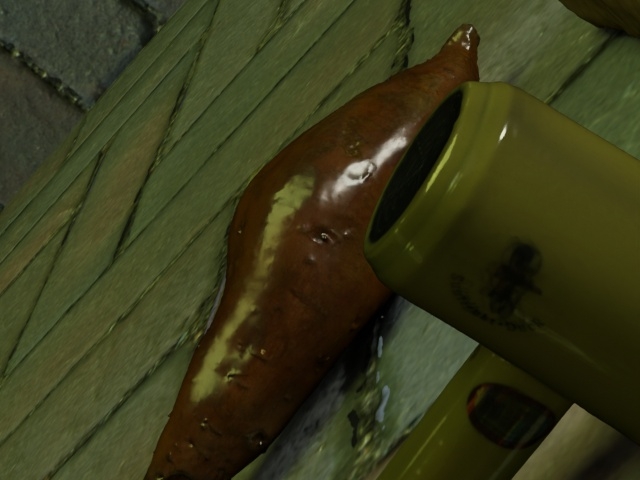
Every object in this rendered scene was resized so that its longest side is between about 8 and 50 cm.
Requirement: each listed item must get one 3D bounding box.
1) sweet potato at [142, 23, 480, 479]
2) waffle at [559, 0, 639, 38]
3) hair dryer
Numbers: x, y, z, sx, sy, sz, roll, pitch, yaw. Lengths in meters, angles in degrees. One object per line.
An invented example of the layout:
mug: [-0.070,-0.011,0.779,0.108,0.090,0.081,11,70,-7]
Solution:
sweet potato: [0.003,-0.004,1.014,0.359,0.112,0.112,-55,14,-26]
waffle: [0.228,-0.200,0.902,0.221,0.055,0.248,-51,14,3]
hair dryer: [0.042,0.079,0.673,0.279,0.135,0.090,-56,11,23]
